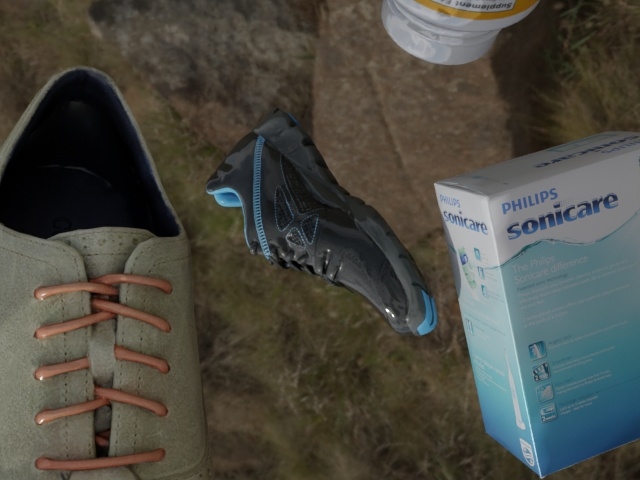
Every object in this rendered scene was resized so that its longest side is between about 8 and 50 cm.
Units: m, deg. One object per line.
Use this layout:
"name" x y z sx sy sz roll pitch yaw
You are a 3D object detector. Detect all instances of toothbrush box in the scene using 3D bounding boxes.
"toothbrush box" 0.263 0.056 0.872 0.126 0.216 0.295 -148 42 -70

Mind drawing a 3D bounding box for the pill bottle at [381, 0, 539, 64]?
"pill bottle" 0.097 -0.208 0.501 0.117 0.117 0.215 49 153 20

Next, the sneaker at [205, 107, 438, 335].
"sneaker" 0.000 0.000 0.969 0.341 0.139 0.125 49 178 32

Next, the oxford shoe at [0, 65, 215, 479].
"oxford shoe" -0.115 0.074 0.372 0.146 0.140 0.397 -66 34 39
